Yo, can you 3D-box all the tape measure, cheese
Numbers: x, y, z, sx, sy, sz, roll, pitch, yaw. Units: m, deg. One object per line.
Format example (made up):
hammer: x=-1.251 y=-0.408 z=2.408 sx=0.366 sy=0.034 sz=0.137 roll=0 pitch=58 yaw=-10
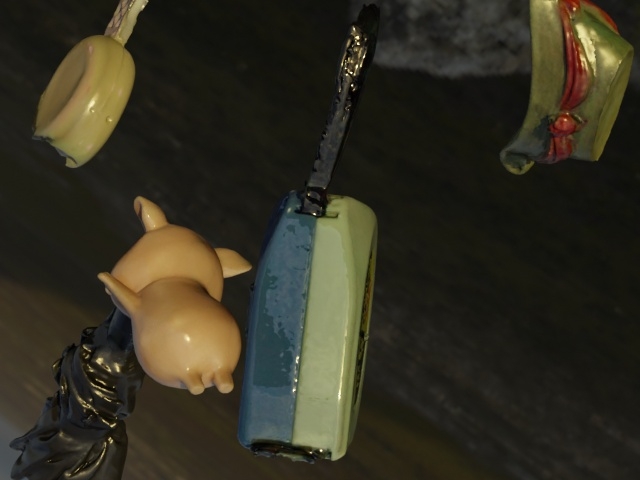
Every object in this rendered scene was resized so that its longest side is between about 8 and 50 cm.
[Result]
tape measure: x=0.000 y=0.000 z=1.114 sx=0.097 sy=0.351 sz=0.215 roll=8 pitch=176 yaw=5
cheese: x=-0.185 y=-0.141 z=1.145 sx=0.047 sy=0.171 sz=0.092 roll=31 pitch=150 yaw=-32

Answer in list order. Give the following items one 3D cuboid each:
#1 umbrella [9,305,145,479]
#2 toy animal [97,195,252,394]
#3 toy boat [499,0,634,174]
umbrella: x=-0.200 y=0.136 z=1.261 sx=0.118 sy=0.118 sz=0.340 roll=36 pitch=132 yaw=7
toy animal: x=-0.090 y=0.045 z=0.916 sx=0.083 sy=0.089 sz=0.150 roll=58 pitch=-170 yaw=-49
toy boat: x=0.164 y=-0.103 z=0.925 sx=0.071 sy=0.089 sz=0.185 roll=25 pitch=143 yaw=18
